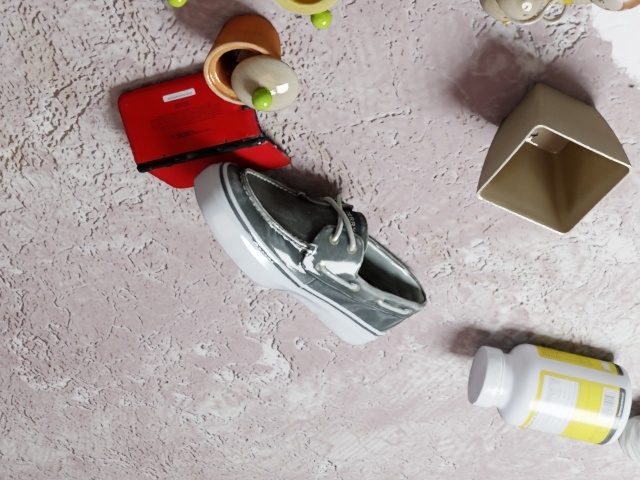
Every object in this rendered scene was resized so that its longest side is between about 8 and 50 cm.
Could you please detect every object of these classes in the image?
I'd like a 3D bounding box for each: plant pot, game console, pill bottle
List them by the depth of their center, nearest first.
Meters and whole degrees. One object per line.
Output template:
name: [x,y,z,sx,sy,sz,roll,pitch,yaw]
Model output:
plant pot: [0.224,-0.088,1.063,0.109,0.096,0.109,22,134,-16]
game console: [-0.120,-0.116,1.139,0.144,0.085,0.124,-12,103,18]
pill bottle: [0.281,0.185,1.343,0.184,0.103,0.103,14,137,-7]

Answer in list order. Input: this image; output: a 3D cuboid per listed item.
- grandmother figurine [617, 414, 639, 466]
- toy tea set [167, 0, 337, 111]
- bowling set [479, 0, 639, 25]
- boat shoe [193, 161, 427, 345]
grandmother figurine: [0.524,0.203,1.338,0.207,0.104,0.342,24,138,-38]
toy tea set: [-0.080,-0.241,0.919,0.200,0.124,0.336,-14,133,20]
bowling set: [0.169,-0.250,0.833,0.154,0.200,0.287,-10,131,19]
boat shoe: [0.000,0.000,1.186,0.119,0.121,0.335,-29,139,21]
